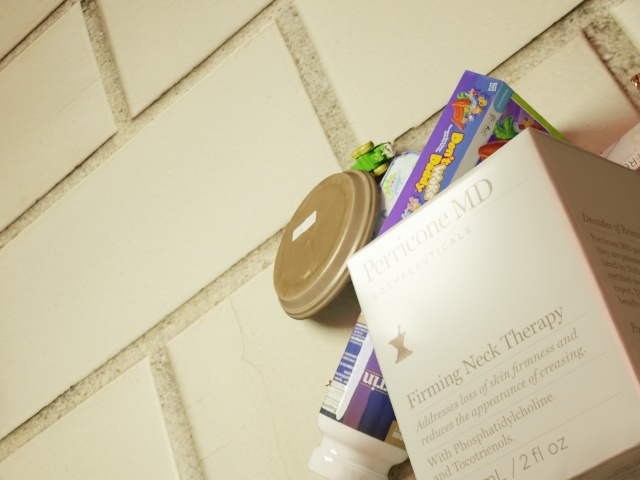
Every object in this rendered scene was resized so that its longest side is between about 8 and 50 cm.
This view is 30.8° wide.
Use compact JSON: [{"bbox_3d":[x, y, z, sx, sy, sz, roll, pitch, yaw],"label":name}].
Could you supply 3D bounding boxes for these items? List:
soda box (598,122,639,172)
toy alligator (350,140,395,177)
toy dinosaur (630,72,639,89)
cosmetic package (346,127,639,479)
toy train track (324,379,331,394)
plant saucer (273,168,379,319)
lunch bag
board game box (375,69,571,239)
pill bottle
[{"bbox_3d":[0.436,-0.098,1.696,0.183,0.058,0.063,-40,50,17],"label":"soda box"},{"bbox_3d":[0.102,-0.147,1.965,0.051,0.056,0.190,-39,5,-20],"label":"toy alligator"},{"bbox_3d":[0.599,-0.231,1.597,0.322,0.164,0.218,-23,40,51],"label":"toy dinosaur"},{"bbox_3d":[0.297,0.135,1.462,0.329,0.327,0.393,-37,57,33],"label":"cosmetic package"},{"bbox_3d":[0.012,0.267,1.902,0.048,0.014,0.083,-20,58,31],"label":"toy train track"},{"bbox_3d":[0.000,0.000,1.950,0.278,0.041,0.278,-46,29,35],"label":"plant saucer"},{"bbox_3d":[0.153,-0.028,1.872,0.176,0.090,0.219,26,88,43],"label":"lunch bag"},{"bbox_3d":[0.221,-0.043,1.726,0.078,0.233,0.347,26,88,44],"label":"board game box"},{"bbox_3d":[0.086,0.245,1.757,0.153,0.153,0.264,18,82,43],"label":"pill bottle"}]
